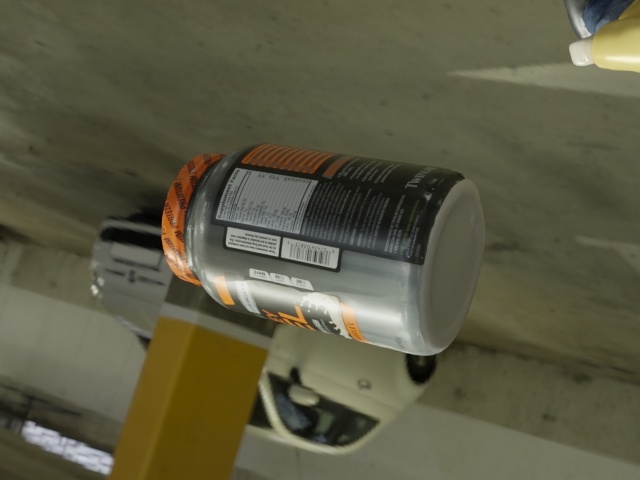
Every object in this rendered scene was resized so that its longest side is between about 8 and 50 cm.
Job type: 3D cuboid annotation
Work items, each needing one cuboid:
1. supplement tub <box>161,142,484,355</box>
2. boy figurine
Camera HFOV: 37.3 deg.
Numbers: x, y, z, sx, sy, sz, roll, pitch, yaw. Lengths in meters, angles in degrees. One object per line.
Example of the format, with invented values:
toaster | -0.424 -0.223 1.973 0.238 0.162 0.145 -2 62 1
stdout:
supplement tub | 0.000 0.000 0.616 0.191 0.117 0.117 11 169 27
boy figurine | 0.281 -0.188 0.744 0.092 0.177 0.285 59 -177 -15
